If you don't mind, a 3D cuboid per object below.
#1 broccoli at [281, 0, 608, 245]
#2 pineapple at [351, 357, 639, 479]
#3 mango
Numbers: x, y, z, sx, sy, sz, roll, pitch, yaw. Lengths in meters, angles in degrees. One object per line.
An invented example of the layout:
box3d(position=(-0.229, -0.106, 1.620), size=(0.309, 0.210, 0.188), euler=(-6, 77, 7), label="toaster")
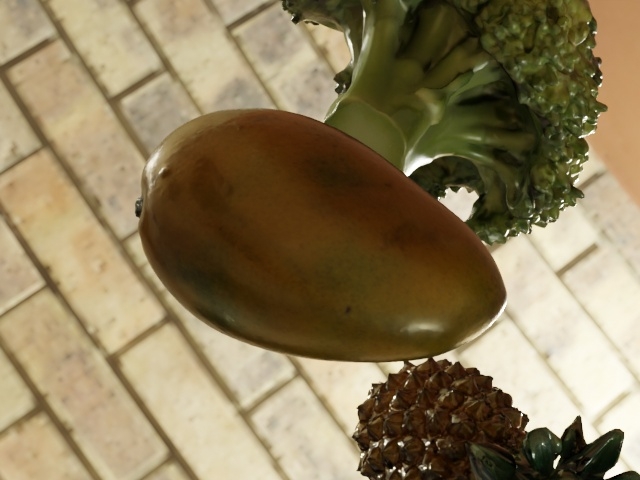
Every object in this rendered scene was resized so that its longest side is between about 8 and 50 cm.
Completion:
box3d(position=(0.098, -0.139, 1.195), size=(0.288, 0.235, 0.260), euler=(31, 10, 5), label="broccoli")
box3d(position=(0.074, 0.106, 0.734), size=(0.221, 0.083, 0.103), euler=(27, -42, 68), label="pineapple")
box3d(position=(-0.005, 0.002, 0.673), size=(0.163, 0.111, 0.089), euler=(33, -39, 25), label="mango")
